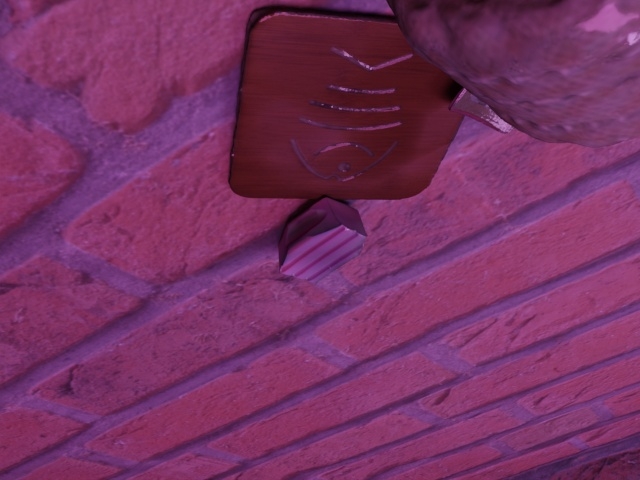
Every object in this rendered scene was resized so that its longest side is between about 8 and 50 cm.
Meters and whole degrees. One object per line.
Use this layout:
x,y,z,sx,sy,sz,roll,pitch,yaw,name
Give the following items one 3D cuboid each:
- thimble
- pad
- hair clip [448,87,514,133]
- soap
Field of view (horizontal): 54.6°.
0.205,-0.234,0.481,0.291,0.291,0.195,-37,141,30,thimble
0.039,-0.146,0.760,0.287,0.018,0.284,0,141,-15,pad
0.206,-0.167,0.759,0.137,0.022,0.054,8,131,-42,hair clip
0.000,0.000,0.898,0.100,0.056,0.149,18,140,-38,soap
